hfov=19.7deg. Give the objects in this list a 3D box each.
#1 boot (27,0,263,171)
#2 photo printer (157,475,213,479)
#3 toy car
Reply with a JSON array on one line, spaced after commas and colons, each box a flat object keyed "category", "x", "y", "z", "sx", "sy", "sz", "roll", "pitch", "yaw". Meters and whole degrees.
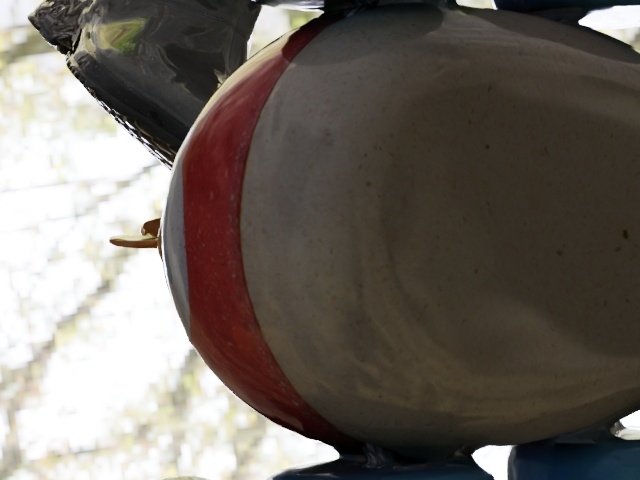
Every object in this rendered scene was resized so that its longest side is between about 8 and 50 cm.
[{"category": "boot", "x": -0.044, "y": -0.120, "z": 0.868, "sx": 0.161, "sy": 0.083, "sz": 0.246, "roll": -46, "pitch": -146, "yaw": 1}, {"category": "photo printer", "x": -0.056, "y": 0.281, "z": 0.927, "sx": 0.107, "sy": 0.256, "sz": 0.307, "roll": 5, "pitch": -172, "yaw": -14}, {"category": "toy car", "x": 0.000, "y": 0.000, "z": 0.630, "sx": 0.210, "sy": 0.219, "sz": 0.238, "roll": -2, "pitch": 179, "yaw": -41}]
